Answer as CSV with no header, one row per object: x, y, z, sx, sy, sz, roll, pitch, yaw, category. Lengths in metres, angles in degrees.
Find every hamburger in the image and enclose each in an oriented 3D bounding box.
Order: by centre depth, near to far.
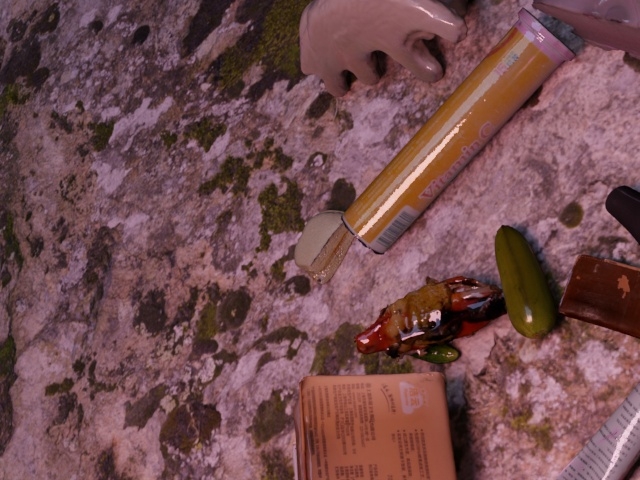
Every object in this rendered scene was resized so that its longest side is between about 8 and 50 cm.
0.002,0.001,2.192,0.121,0.054,0.084,-58,39,-1,hamburger

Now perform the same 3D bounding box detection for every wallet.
0.403,0.078,1.791,0.176,0.026,0.095,16,86,47,wallet

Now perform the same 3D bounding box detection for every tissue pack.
0.074,0.363,1.847,0.238,0.238,0.305,-26,53,31,tissue pack

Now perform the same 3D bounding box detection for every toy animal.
0.107,-0.369,2.226,0.308,0.266,0.188,109,-178,-61,toy animal

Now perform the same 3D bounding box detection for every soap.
0.466,-0.276,1.831,0.302,0.159,0.258,-29,54,32,soap

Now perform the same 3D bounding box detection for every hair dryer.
0.518,-0.071,1.749,0.271,0.091,0.235,-43,34,1,hair dryer

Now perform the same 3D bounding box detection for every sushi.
0.156,0.109,1.932,0.226,0.103,0.097,-18,70,5,sushi

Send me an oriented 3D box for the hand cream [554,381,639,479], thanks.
0.396,0.227,1.693,0.331,0.058,0.085,-52,45,9,hand cream

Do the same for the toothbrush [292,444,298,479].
-0.036,0.389,2.048,0.017,0.014,0.162,-37,46,43,toothbrush

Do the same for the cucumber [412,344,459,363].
0.137,0.152,1.993,0.168,0.039,0.039,20,83,45,cucumber

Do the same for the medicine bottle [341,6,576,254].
0.201,-0.161,2.048,0.426,0.108,0.108,-47,44,14,medicine bottle

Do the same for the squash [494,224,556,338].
0.283,0.056,1.889,0.066,0.066,0.201,-36,42,24,squash
